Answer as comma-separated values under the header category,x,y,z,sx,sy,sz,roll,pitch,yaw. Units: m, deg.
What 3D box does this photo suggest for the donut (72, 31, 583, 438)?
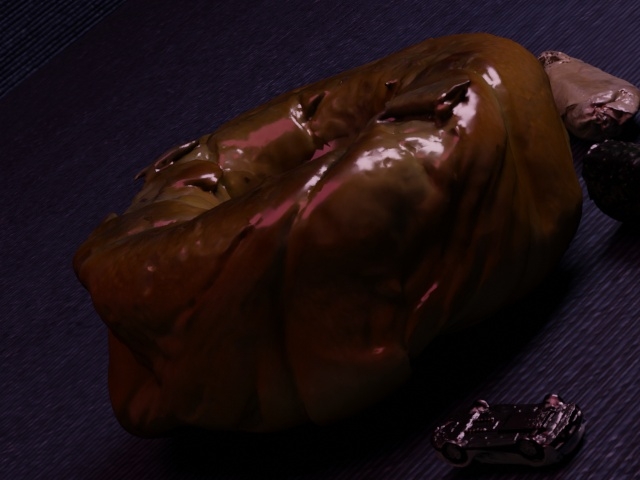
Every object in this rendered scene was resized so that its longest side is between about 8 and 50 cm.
category,x,y,z,sx,sy,sz,roll,pitch,yaw
donut,0.000,0.000,1.225,0.360,0.170,0.360,-26,15,8

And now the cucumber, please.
category,x,y,z,sx,sy,sz,roll,pitch,yaw
cucumber,0.229,-0.027,1.093,0.058,0.052,0.215,-9,11,-24

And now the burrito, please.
category,x,y,z,sx,sy,sz,roll,pitch,yaw
burrito,0.190,-0.105,1.363,0.058,0.045,0.188,-41,20,0

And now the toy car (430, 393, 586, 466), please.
category,x,y,z,sx,sy,sz,roll,pitch,yaw
toy car,0.100,0.106,1.002,0.093,0.025,0.041,-9,28,45
